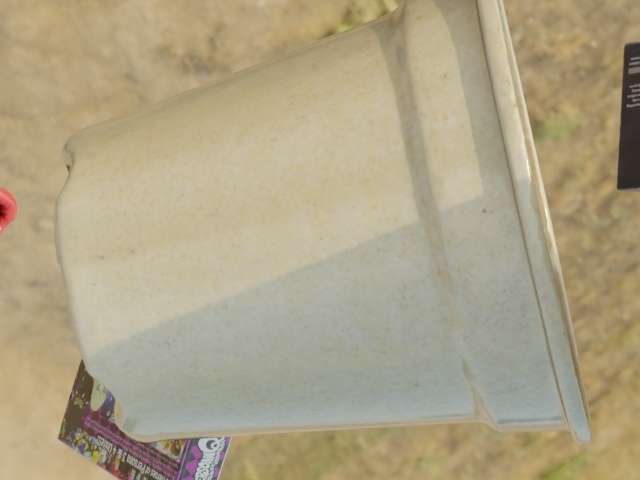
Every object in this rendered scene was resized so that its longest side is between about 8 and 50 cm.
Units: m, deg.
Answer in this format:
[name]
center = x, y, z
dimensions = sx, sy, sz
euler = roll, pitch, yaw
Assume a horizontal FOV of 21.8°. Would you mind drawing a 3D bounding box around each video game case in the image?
[video game case]
center = -0.134, 0.105, 1.426
dimensions = 0.042, 0.232, 0.210
euler = 19, 88, -33

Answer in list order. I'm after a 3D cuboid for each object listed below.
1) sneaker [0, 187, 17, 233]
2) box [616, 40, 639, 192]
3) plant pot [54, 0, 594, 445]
[sneaker]
center = -0.454, 0.023, 1.965
dimensions = 0.118, 0.279, 0.107
euler = -6, 129, 33
[box]
center = 0.397, -0.121, 1.732
dimensions = 0.156, 0.158, 0.093
euler = 7, 174, -35
[plant pot]
center = 0.000, 0.000, 1.122
dimensions = 0.306, 0.333, 0.334
euler = -12, 149, 9
